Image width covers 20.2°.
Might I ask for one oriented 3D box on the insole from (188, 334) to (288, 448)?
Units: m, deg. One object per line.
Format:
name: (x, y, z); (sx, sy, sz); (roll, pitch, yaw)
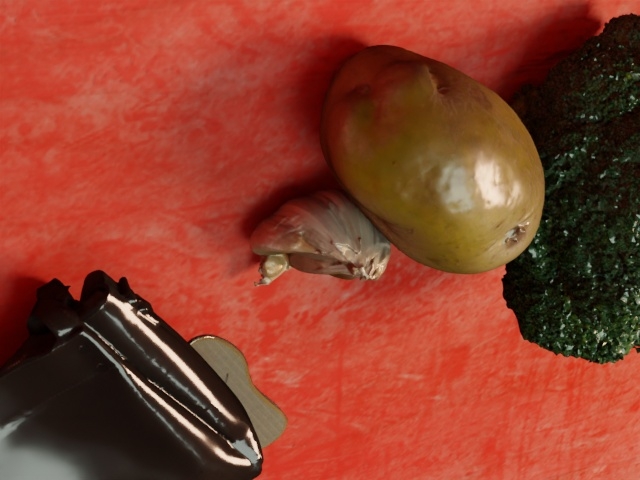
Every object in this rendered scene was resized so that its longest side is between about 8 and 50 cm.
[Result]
insole: (-0.076, 0.133, 1.535); (0.064, 0.004, 0.188); (-40, 142, -2)

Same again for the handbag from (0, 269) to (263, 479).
handbag: (-0.210, 0.164, 1.363); (0.285, 0.113, 0.257); (-34, 136, 1)

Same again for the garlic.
garlic: (0.002, -0.003, 1.416); (0.113, 0.094, 0.074); (-12, 100, -33)

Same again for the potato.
potato: (0.083, -0.058, 1.366); (0.200, 0.154, 0.137); (48, 56, -46)

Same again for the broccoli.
broccoli: (0.263, -0.041, 1.507); (0.245, 0.265, 0.295); (-14, 109, -71)
